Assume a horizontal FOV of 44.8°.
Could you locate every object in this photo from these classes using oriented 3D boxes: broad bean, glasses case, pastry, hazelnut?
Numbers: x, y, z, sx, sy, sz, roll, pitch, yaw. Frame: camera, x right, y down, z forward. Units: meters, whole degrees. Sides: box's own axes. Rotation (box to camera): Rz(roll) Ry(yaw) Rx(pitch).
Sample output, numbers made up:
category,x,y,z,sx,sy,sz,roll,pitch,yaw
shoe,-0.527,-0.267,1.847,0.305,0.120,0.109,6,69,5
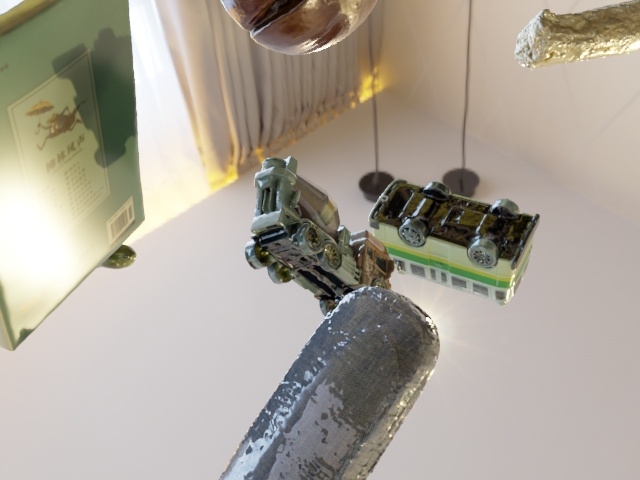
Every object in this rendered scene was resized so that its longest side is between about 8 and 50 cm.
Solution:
category,x,y,z,sx,sy,sz,roll,pitch,yaw
broad bean,-0.405,0.040,1.304,0.256,0.052,0.052,-13,-154,32
glasses case,-0.001,0.167,0.672,0.109,0.067,0.282,34,-90,39
pastry,0.450,-0.347,1.300,0.259,0.089,0.121,-10,-177,-16
hazelnut,-0.026,-0.369,1.043,0.218,0.217,0.234,23,-165,27

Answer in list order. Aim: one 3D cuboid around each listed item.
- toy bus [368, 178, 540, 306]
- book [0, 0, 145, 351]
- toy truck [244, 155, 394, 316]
category,x,y,z,sx,sy,sz,roll,pitch,yaw
toy bus,0.235,0.004,1.390,0.276,0.164,0.133,18,-129,25
book,-0.278,-0.083,0.823,0.031,0.379,0.264,23,-133,14
toy truck,0.000,0.000,1.090,0.108,0.257,0.140,-18,-131,36
